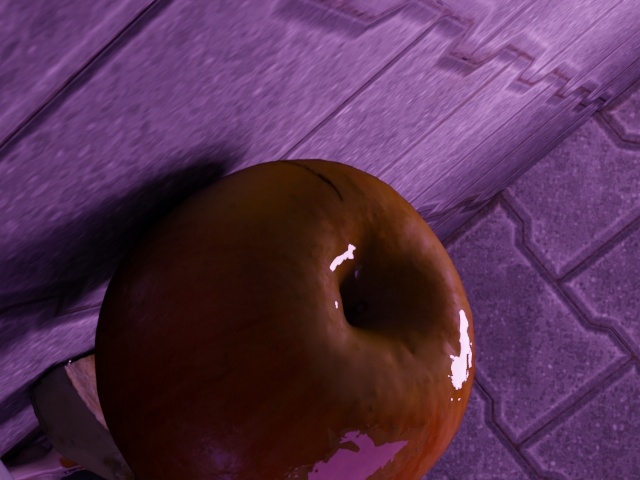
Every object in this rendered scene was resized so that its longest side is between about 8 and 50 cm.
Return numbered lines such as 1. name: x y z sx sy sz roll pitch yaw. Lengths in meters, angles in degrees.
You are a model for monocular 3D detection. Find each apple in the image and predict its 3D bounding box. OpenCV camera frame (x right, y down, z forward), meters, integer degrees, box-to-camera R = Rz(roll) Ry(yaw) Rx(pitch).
1. apple: -0.029 0.079 1.018 0.286 0.286 0.233 -32 178 -44

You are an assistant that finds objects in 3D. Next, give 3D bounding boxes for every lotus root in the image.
1. lotus root: -0.198 0.170 1.284 0.070 0.144 0.143 -33 167 21

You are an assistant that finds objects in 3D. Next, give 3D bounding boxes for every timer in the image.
1. timer: -0.229 0.222 1.523 0.266 0.175 0.175 -21 171 -7

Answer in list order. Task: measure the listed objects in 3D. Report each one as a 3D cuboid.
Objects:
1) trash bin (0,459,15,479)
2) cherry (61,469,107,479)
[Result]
1. trash bin: -0.300 0.321 1.162 0.217 0.262 0.277 -32 171 -47
2. cherry: -0.276 0.365 1.793 0.255 0.218 0.296 -24 -167 44
